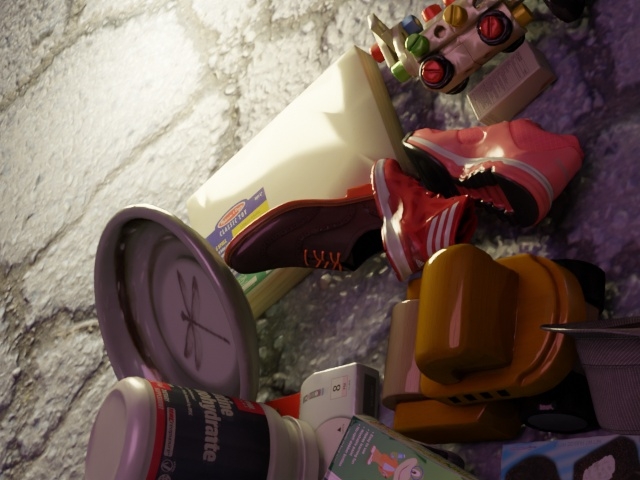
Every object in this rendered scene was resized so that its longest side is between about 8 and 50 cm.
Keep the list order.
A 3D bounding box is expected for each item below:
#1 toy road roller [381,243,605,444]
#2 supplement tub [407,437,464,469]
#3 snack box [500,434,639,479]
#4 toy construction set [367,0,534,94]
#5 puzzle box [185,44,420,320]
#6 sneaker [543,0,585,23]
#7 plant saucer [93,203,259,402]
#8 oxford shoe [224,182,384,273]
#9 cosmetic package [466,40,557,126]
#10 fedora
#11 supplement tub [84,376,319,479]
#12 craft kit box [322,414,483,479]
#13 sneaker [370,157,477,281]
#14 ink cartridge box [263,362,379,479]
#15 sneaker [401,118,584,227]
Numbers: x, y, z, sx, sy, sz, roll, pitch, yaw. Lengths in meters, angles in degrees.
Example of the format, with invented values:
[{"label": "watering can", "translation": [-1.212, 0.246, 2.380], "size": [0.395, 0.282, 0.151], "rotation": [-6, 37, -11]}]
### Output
[{"label": "toy road roller", "translation": [0.173, 0.113, 1.759], "size": [0.330, 0.241, 0.202], "rotation": [-14, 60, 43]}, {"label": "supplement tub", "translation": [0.100, 0.344, 1.813], "size": [0.117, 0.117, 0.190], "rotation": [7, 75, 49]}, {"label": "snack box", "translation": [0.337, 0.310, 1.616], "size": [0.322, 0.060, 0.187], "rotation": [-14, 61, 43]}, {"label": "toy construction set", "translation": [0.185, -0.333, 2.058], "size": [0.328, 0.151, 0.215], "rotation": [-42, 68, 35]}, {"label": "puzzle box", "translation": [-0.040, -0.076, 2.244], "size": [0.409, 0.052, 0.272], "rotation": [-40, 45, 26]}, {"label": "sneaker", "translation": [0.349, -0.432, 1.973], "size": [0.124, 0.107, 0.283], "rotation": [-18, 57, 34]}, {"label": "plant saucer", "translation": [-0.195, 0.130, 2.186], "size": [0.400, 0.101, 0.400], "rotation": [27, 126, 45]}, {"label": "oxford shoe", "translation": [0.000, 0.000, 2.043], "size": [0.271, 0.097, 0.098], "rotation": [-19, 53, -2]}, {"label": "cosmetic package", "translation": [0.260, -0.210, 1.995], "size": [0.115, 0.041, 0.060], "rotation": [-41, 44, 25]}, {"label": "fedora", "translation": [0.375, 0.140, 1.542], "size": [0.244, 0.275, 0.124], "rotation": [174, 91, -68]}, {"label": "supplement tub", "translation": [-0.159, 0.297, 1.949], "size": [0.191, 0.272, 0.191], "rotation": [-42, 40, 50]}, {"label": "craft kit box", "translation": [0.092, 0.369, 1.709], "size": [0.247, 0.061, 0.249], "rotation": [26, 92, 28]}, {"label": "sneaker", "translation": [0.144, -0.042, 1.945], "size": [0.128, 0.087, 0.221], "rotation": [-18, 44, 10]}, {"label": "ink cartridge box", "translation": [-0.021, 0.284, 2.029], "size": [0.232, 0.066, 0.189], "rotation": [-17, 58, 37]}, {"label": "sneaker", "translation": [0.233, -0.105, 1.944], "size": [0.136, 0.116, 0.314], "rotation": [-40, 29, -17]}]
